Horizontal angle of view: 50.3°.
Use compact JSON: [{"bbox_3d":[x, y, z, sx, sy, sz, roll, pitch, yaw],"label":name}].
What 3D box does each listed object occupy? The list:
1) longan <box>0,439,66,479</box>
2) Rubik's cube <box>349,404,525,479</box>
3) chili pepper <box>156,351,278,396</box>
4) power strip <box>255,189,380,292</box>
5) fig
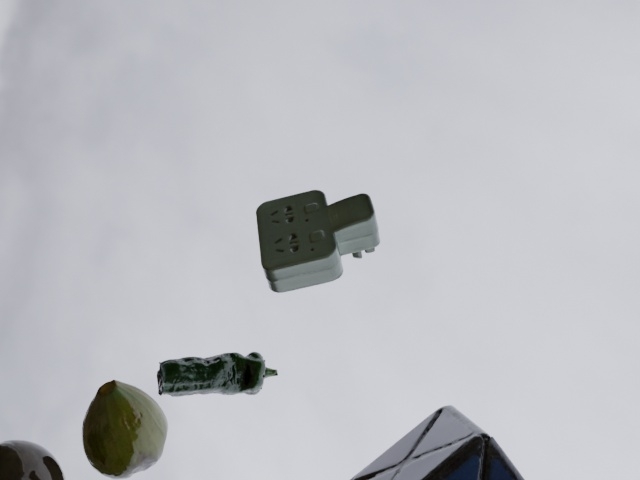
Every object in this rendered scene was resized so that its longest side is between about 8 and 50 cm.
[{"bbox_3d":[-0.766,0.625,1.702,0.258,0.258,0.258,-24,-123,42],"label":"longan"},{"bbox_3d":[0.204,0.444,1.067,0.260,0.259,0.255,-35,178,-5],"label":"Rubik's cube"},{"bbox_3d":[-0.229,0.305,1.539,0.136,0.270,0.099,114,-32,-53],"label":"chili pepper"},{"bbox_3d":[0.000,0.000,1.514,0.260,0.141,0.230,-14,-137,2],"label":"power strip"},{"bbox_3d":[-0.547,0.513,1.887,0.239,0.239,0.271,-2,-76,49],"label":"fig"}]
